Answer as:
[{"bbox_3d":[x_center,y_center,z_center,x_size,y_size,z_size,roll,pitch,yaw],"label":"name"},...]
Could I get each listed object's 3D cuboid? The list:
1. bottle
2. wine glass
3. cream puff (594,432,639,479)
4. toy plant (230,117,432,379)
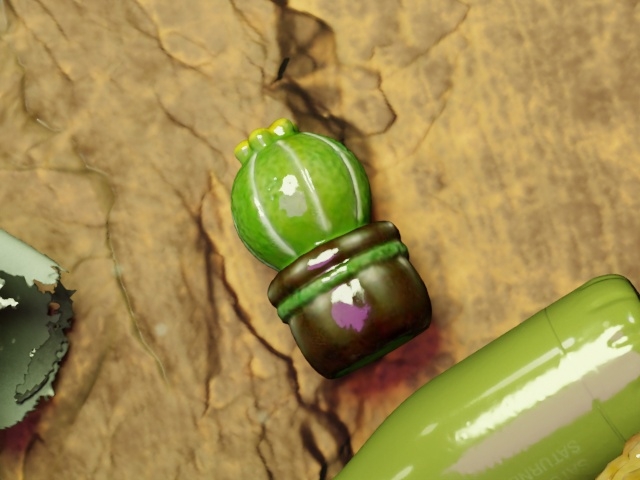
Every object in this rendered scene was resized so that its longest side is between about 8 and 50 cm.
[{"bbox_3d":[0.099,0.129,0.983,0.260,0.112,0.112,-33,80,11],"label":"bottle"},{"bbox_3d":[-0.320,0.014,1.086,0.321,0.143,0.143,24,94,11],"label":"wine glass"},{"bbox_3d":[0.290,0.215,0.867,0.343,0.231,0.327,-5,98,0],"label":"cream puff"},{"bbox_3d":[0.000,0.000,1.026,0.093,0.093,0.162,-29,81,12],"label":"toy plant"}]
